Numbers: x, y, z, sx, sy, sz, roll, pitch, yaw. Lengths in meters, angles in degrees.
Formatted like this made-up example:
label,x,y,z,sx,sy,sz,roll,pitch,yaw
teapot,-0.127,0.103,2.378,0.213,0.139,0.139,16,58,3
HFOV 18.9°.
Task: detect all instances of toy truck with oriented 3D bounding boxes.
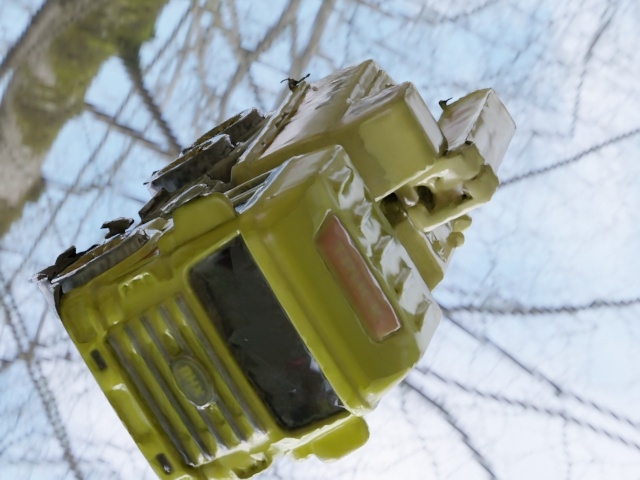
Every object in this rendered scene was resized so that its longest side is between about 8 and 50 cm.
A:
label,x,y,z,sx,sy,sz,roll,pitch,yaw
toy truck,0.000,0.000,0.858,0.124,0.157,0.272,58,-157,-9
